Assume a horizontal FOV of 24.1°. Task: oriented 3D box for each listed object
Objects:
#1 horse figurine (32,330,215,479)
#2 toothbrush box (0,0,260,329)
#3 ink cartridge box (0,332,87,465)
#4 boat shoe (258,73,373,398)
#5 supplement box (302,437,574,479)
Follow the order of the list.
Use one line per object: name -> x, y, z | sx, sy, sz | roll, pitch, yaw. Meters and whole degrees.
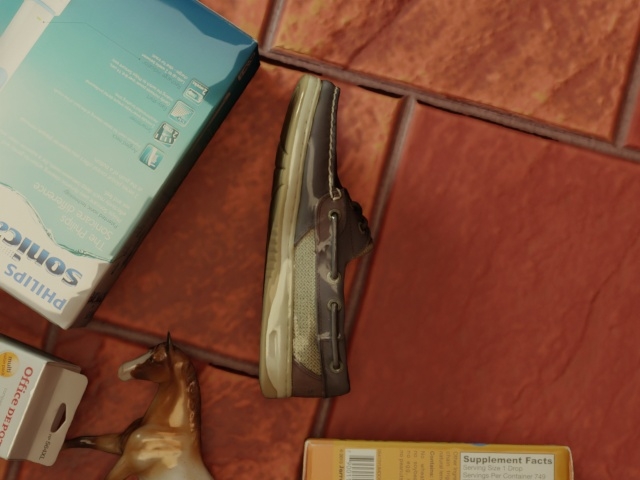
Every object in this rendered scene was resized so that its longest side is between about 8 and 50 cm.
horse figurine -> -0.141, 0.235, 1.314 | 0.174, 0.066, 0.263 | -29, 82, 2
toothbrush box -> -0.219, -0.100, 1.300 | 0.216, 0.126, 0.295 | 33, 87, 0
ink cartridge box -> -0.283, 0.129, 1.294 | 0.143, 0.090, 0.092 | 20, 86, 12
boat shoe -> 0.000, 0.000, 1.314 | 0.092, 0.103, 0.285 | 6, 91, -5
supplement box -> 0.100, 0.213, 1.312 | 0.233, 0.078, 0.080 | 3, 84, -1
